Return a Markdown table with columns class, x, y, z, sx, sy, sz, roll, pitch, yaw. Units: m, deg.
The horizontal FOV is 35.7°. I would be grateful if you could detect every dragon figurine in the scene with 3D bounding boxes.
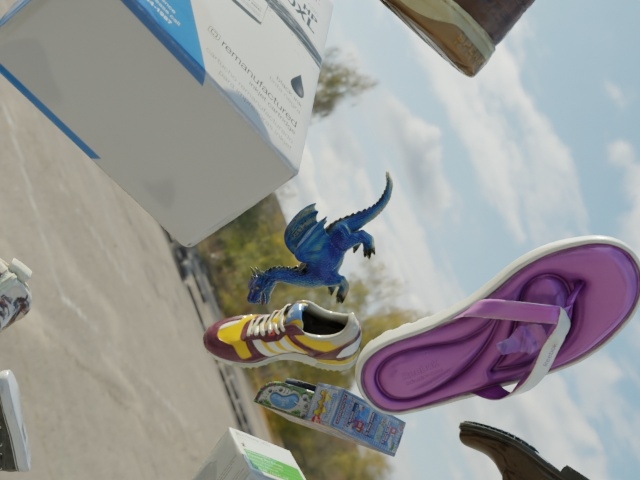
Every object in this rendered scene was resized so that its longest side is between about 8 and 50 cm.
| class | x | y | z | sx | sy | sz | roll | pitch | yaw |
| --- | --- | --- | --- | --- | --- | --- | --- | --- | --- |
| dragon figurine | 0.000 | 0.000 | 1.522 | 0.144 | 0.289 | 0.085 | 30 | 7 | -23 |

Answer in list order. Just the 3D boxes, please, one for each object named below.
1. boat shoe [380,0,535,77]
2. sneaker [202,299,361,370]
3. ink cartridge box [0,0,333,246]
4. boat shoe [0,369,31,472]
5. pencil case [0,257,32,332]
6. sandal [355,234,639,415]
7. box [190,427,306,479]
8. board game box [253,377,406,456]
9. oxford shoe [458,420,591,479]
| class | x | y | z | sx | sy | sz | roll | pitch | yaw |
| --- | --- | --- | --- | --- | --- | --- | --- | --- | --- |
| boat shoe | 0.081 | -0.291 | 0.937 | 0.123 | 0.123 | 0.342 | 33 | 15 | -47 |
| sneaker | -0.045 | 0.101 | 1.144 | 0.084 | 0.185 | 0.070 | 88 | 4 | -49 |
| ink cartridge box | -0.147 | -0.234 | 1.082 | 0.285 | 0.166 | 0.395 | 46 | 29 | -25 |
| boat shoe | -0.365 | 0.214 | 1.150 | 0.049 | 0.040 | 0.142 | -110 | -163 | -60 |
| pencil case | -0.641 | 0.177 | 1.608 | 0.160 | 0.183 | 0.410 | 61 | 38 | -23 |
| sandal | 0.238 | 0.141 | 1.308 | 0.169 | 0.416 | 0.102 | 55 | 20 | -16 |
| box | -0.084 | 0.295 | 1.163 | 0.101 | 0.102 | 0.087 | 29 | 10 | -33 |
| board game box | 0.009 | 0.253 | 1.487 | 0.060 | 0.194 | 0.194 | -69 | 156 | -14 |
| oxford shoe | 0.276 | 0.326 | 1.372 | 0.227 | 0.096 | 0.083 | 30 | -5 | 33 |
